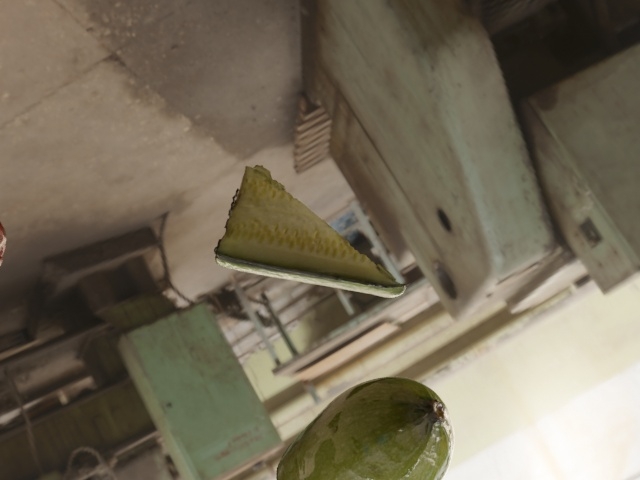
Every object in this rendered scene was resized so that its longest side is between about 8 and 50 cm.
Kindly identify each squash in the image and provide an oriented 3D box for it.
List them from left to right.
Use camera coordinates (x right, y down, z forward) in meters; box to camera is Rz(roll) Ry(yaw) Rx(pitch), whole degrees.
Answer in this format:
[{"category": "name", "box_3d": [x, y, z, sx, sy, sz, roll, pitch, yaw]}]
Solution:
[{"category": "squash", "box_3d": [0.000, 0.000, 1.111, 0.251, 0.170, 0.093, 10, 144, 5]}, {"category": "squash", "box_3d": [0.046, 0.206, 0.790, 0.132, 0.133, 0.247, -23, 159, -29]}]

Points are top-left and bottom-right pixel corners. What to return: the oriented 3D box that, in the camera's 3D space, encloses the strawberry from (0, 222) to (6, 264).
[{"category": "strawberry", "box_3d": [-0.532, 0.042, 1.098, 0.244, 0.205, 0.205, -37, 167, -3]}]
